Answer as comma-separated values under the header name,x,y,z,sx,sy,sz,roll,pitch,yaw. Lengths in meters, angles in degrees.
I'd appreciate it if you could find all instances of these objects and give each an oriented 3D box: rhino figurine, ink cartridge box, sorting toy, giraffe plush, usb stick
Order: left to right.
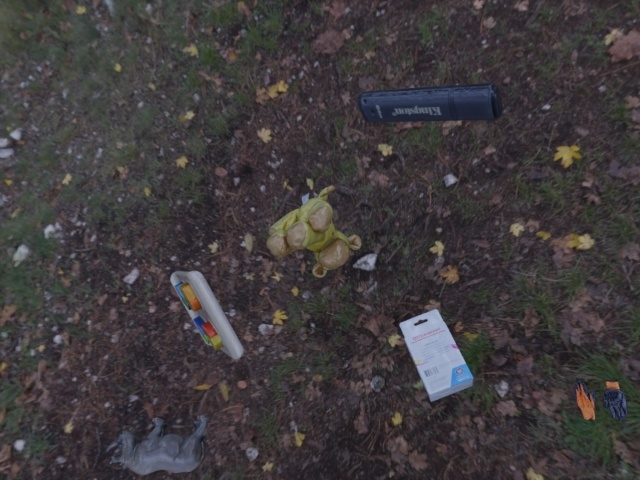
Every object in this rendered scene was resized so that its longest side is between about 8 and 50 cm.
name,x,y,z,sx,sy,sz,roll,pitch,yaw
rhino figurine,-0.349,0.439,0.929,0.243,0.073,0.106,-8,52,10
sorting toy,-0.246,0.152,0.901,0.038,0.208,0.193,-31,100,-29
giraffe plush,0.000,0.000,0.988,0.181,0.210,0.170,-26,111,27
usb stick,0.201,-0.259,0.835,0.278,0.077,0.045,10,69,34
ink cartridge box,0.267,0.265,1.024,0.104,0.061,0.181,-22,53,3

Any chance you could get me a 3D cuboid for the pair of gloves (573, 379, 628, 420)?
name,x,y,z,sx,sy,sz,roll,pitch,yaw
pair of gloves,0.524,0.298,0.819,0.083,0.010,0.074,-19,81,41
